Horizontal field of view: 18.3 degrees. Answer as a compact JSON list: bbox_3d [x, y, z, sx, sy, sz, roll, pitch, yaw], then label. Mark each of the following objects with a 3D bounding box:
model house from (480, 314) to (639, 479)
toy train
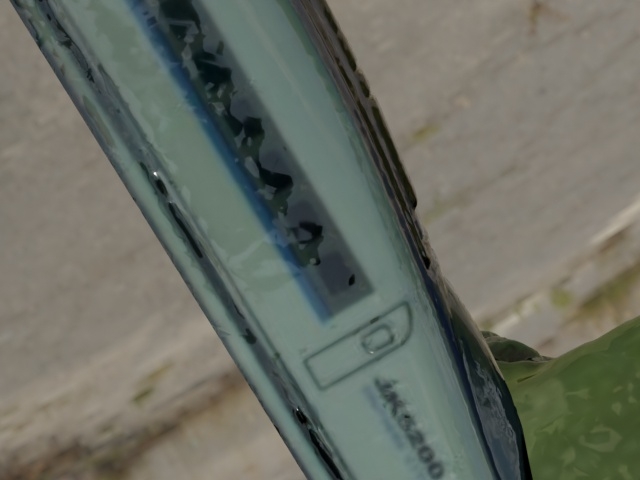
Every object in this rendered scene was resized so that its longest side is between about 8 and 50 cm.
[{"bbox_3d":[0.150,0.087,0.636,0.189,0.195,0.214,-29,150,11],"label":"model house"},{"bbox_3d":[0.000,0.001,0.360,0.048,0.252,0.055,-31,-169,2],"label":"toy train"}]
